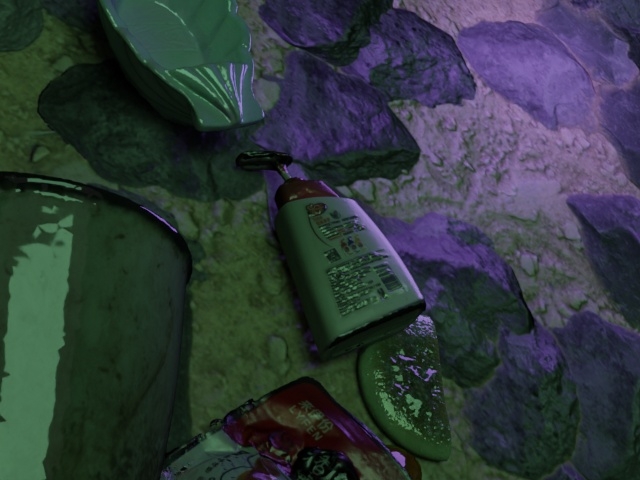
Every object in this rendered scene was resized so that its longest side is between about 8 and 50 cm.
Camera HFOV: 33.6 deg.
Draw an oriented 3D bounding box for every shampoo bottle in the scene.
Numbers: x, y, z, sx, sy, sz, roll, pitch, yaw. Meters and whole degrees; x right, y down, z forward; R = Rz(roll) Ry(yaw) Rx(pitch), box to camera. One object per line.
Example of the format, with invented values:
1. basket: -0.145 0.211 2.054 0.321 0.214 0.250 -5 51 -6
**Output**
1. shampoo bottle: 0.000 0.000 1.287 0.153 0.071 0.284 -17 61 -30

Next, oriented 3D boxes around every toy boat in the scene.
1. toy boat: -0.183 -0.247 1.320 0.199 0.100 0.290 -15 68 -39

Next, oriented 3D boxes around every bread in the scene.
1. bread: 0.097 0.163 1.265 0.112 0.036 0.193 13 53 -25

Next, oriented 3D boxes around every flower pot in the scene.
1. flower pot: -0.264 0.150 0.874 0.293 0.293 0.330 15 59 -25

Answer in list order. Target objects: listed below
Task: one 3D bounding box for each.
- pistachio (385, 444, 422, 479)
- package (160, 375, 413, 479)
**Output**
1. pistachio: 0.067 0.280 1.153 0.089 0.049 0.173 50 47 6
2. package: -0.049 0.251 1.085 0.269 0.071 0.194 -19 63 -43
